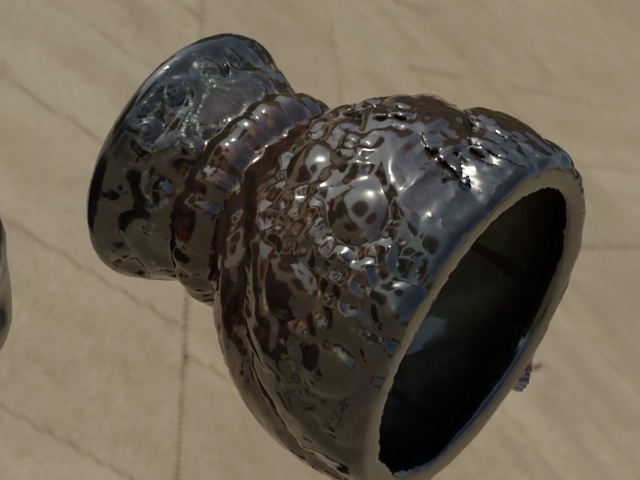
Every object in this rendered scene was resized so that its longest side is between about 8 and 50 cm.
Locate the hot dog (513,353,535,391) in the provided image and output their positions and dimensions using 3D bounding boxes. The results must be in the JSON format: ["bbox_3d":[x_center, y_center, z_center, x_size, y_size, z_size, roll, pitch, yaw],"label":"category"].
[{"bbox_3d":[0.229,0.068,1.837,0.069,0.252,0.131,-4,36,-11],"label":"hot dog"}]

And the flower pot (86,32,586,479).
[{"bbox_3d":[0.000,0.000,1.041,0.267,0.266,0.267,30,16,26],"label":"flower pot"}]

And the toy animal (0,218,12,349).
[{"bbox_3d":[-0.313,0.062,0.960,0.251,0.251,0.310,30,22,-26],"label":"toy animal"}]
